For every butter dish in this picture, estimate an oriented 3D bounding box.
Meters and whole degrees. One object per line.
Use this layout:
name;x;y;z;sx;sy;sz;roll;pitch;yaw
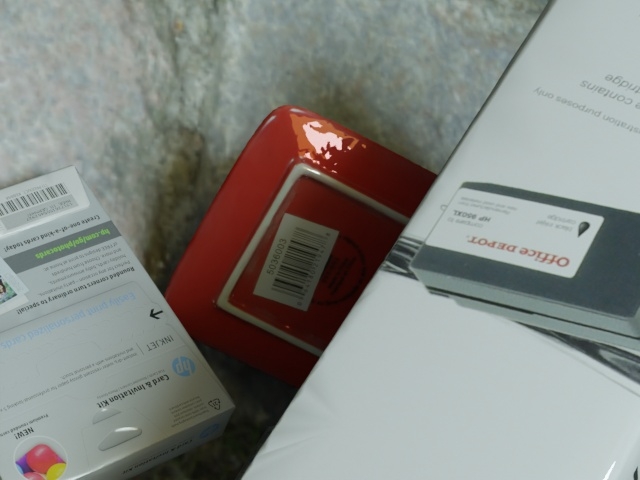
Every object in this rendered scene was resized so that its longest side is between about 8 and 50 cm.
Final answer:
butter dish;0.000;0.000;1.143;0.160;0.118;0.160;27;105;-14

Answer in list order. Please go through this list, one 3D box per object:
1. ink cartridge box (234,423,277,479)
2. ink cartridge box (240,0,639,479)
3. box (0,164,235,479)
ink cartridge box;-0.038;0.219;1.105;0.097;0.046;0.207;41;63;-14
ink cartridge box;0.125;0.088;1.017;0.166;0.285;0.395;24;62;20
box;-0.157;0.056;1.035;0.145;0.038;0.186;-22;64;-32
